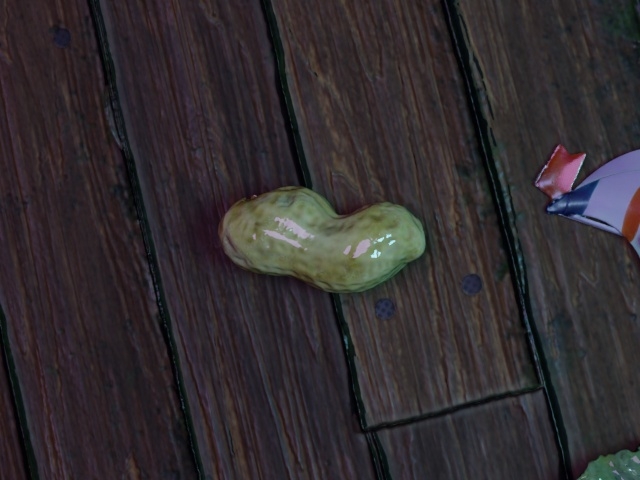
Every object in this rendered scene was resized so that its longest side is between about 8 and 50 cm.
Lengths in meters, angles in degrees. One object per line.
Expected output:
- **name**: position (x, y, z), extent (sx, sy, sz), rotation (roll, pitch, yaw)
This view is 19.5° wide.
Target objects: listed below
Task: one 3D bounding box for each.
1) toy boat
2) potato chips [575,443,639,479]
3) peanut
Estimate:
- **toy boat**: position (0.390, -0.034, 1.908), extent (0.318, 0.072, 0.219), rotation (45, 101, 26)
- **potato chips**: position (0.419, 0.354, 1.816), extent (0.429, 0.070, 0.358), rotation (38, 83, 18)
- **peanut**: position (0.000, 0.000, 2.004), extent (0.229, 0.098, 0.103), rotation (11, 115, 16)
